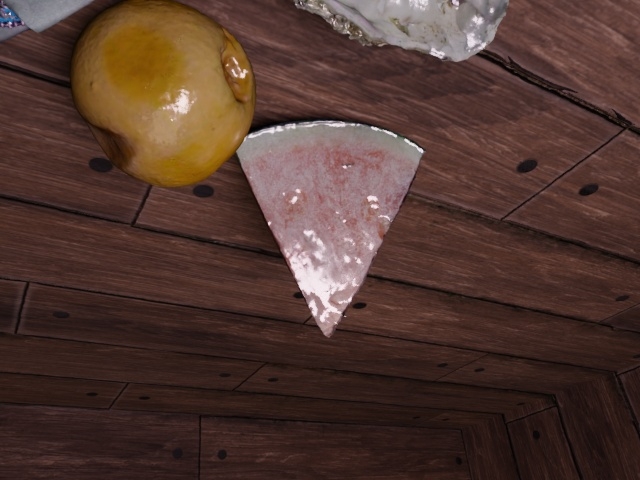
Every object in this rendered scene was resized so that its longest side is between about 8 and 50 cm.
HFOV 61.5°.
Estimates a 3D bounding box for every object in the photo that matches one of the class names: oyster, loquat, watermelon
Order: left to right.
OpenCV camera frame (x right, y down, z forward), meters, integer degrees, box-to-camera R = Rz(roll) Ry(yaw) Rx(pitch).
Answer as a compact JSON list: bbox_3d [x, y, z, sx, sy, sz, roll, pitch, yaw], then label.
[{"bbox_3d":[-0.181,-0.164,0.619,0.213,0.213,0.213,-4,147,-3],"label":"loquat"},{"bbox_3d":[-0.027,-0.031,0.823,0.250,0.292,0.283,27,146,4],"label":"watermelon"},{"bbox_3d":[0.087,-0.271,0.593,0.252,0.087,0.199,-17,137,5],"label":"oyster"}]

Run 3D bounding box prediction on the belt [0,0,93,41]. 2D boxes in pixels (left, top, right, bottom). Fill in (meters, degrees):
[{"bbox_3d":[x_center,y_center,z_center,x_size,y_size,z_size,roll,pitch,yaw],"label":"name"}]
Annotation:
[{"bbox_3d":[-0.262,-0.322,0.435,0.325,0.122,0.260,-20,138,16],"label":"belt"}]
